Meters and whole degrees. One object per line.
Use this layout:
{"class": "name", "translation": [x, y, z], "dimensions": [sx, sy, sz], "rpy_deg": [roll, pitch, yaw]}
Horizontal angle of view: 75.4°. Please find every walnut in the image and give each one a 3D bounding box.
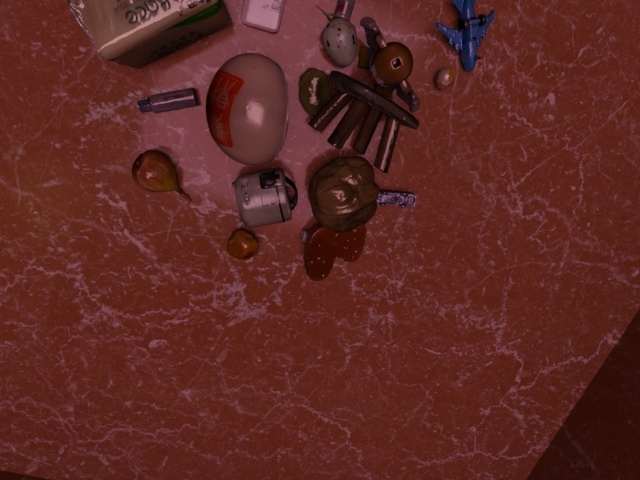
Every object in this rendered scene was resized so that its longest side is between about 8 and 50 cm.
{"class": "walnut", "translation": [0.091, -0.179, 1.620], "dimensions": [0.276, 0.253, 0.282], "rpy_deg": [-29, 100, -22]}

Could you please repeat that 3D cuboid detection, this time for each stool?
{"class": "stool", "translation": [0.146, -0.432, 1.498], "dimensions": [0.310, 0.310, 0.226], "rpy_deg": [21, 111, -30]}

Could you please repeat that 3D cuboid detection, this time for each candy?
{"class": "candy", "translation": [0.015, -0.837, 1.515], "dimensions": [0.083, 0.023, 0.025], "rpy_deg": [35, 60, -10]}

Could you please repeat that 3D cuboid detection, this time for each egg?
{"class": "egg", "translation": [0.078, -0.719, 1.507], "dimensions": [0.131, 0.131, 0.164], "rpy_deg": [-29, 122, 4]}
{"class": "egg", "translation": [0.482, -0.625, 1.609], "dimensions": [0.071, 0.071, 0.083], "rpy_deg": [10, 111, -9]}

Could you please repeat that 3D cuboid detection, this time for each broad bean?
{"class": "broad bean", "translation": [-0.019, -0.562, 1.573], "dimensions": [0.124, 0.082, 0.175], "rpy_deg": [-5, 108, -6]}

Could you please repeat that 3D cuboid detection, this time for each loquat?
{"class": "loquat", "translation": [-0.325, 0.021, 1.728], "dimensions": [0.137, 0.113, 0.137], "rpy_deg": [-2, 131, -3]}

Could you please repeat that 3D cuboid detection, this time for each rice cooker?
{"class": "rice cooker", "translation": [-0.210, -0.172, 1.619], "dimensions": [0.243, 0.226, 0.226], "rpy_deg": [-8, 110, 0]}

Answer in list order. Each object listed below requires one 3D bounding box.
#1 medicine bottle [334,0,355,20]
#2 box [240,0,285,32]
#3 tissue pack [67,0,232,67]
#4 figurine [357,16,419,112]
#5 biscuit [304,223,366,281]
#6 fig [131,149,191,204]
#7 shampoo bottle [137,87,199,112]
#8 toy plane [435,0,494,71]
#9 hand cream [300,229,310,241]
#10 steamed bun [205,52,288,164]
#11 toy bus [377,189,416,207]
{"class": "medicine bottle", "translation": [0.090, -0.849, 1.498], "dimensions": [0.058, 0.058, 0.091], "rpy_deg": [14, 107, -10]}
{"class": "box", "translation": [-0.187, -0.900, 1.461], "dimensions": [0.142, 0.044, 0.285], "rpy_deg": [13, 107, -8]}
{"class": "tissue pack", "translation": [-0.515, -0.735, 1.331], "dimensions": [0.404, 0.332, 0.205], "rpy_deg": [-24, 108, 3]}
{"class": "figurine", "translation": [0.241, -0.620, 1.474], "dimensions": [0.342, 0.285, 0.167], "rpy_deg": [31, 101, -17]}
{"class": "biscuit", "translation": [0.061, 0.041, 1.787], "dimensions": [0.276, 0.052, 0.262], "rpy_deg": [-9, 118, -19]}
{"class": "fig", "translation": [-0.604, -0.228, 1.612], "dimensions": [0.159, 0.159, 0.257], "rpy_deg": [-39, 125, 8]}
{"class": "shampoo bottle", "translation": [-0.567, -0.517, 1.540], "dimensions": [0.213, 0.072, 0.072], "rpy_deg": [-11, 110, -2]}
{"class": "toy plane", "translation": [0.555, -0.777, 1.553], "dimensions": [0.254, 0.105, 0.272], "rpy_deg": [-19, 106, -14]}
{"class": "hand cream", "translation": [0.000, 0.000, 1.792], "dimensions": [0.174, 0.047, 0.076], "rpy_deg": [15, 106, -20]}
{"class": "steamed bun", "translation": [-0.268, -0.451, 1.429], "dimensions": [0.241, 0.374, 0.375], "rpy_deg": [1, 110, -27]}
{"class": "toy bus", "translation": [0.300, -0.178, 1.741], "dimensions": [0.190, 0.075, 0.064], "rpy_deg": [3, 107, -6]}
